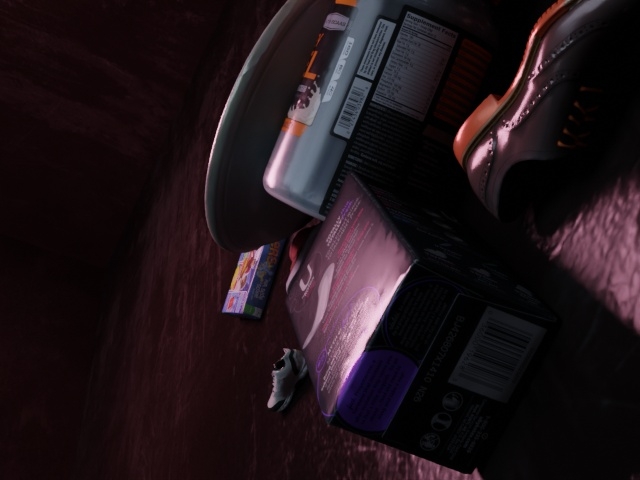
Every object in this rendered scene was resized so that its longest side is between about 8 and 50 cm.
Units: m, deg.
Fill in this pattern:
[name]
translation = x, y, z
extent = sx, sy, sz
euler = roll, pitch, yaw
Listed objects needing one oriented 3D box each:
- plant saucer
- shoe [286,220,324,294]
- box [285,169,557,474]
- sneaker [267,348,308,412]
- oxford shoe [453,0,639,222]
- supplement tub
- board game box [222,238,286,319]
[plant saucer]
translation = 0.000, -0.148, 1.349
extent = 0.400, 0.100, 0.400
euler = -54, -19, -28
[shoe]
translation = 0.000, 0.000, 1.404
extent = 0.081, 0.063, 0.178
euler = -91, 24, -43
[box]
translation = 0.078, 0.064, 0.956
extent = 0.165, 0.143, 0.270
euler = -63, 18, 14
[sneaker]
translation = -0.051, 0.185, 1.382
extent = 0.040, 0.044, 0.109
euler = -102, 35, -57
[oxford shoe]
translation = 0.217, -0.121, 0.879
extent = 0.271, 0.097, 0.098
euler = -57, 40, 46
[supplement tub]
translation = 0.076, -0.166, 1.147
extent = 0.316, 0.193, 0.193
euler = -67, 17, 4
[board game box]
translation = -0.104, 0.033, 1.734
extent = 0.136, 0.035, 0.201
euler = -8, 62, 71
